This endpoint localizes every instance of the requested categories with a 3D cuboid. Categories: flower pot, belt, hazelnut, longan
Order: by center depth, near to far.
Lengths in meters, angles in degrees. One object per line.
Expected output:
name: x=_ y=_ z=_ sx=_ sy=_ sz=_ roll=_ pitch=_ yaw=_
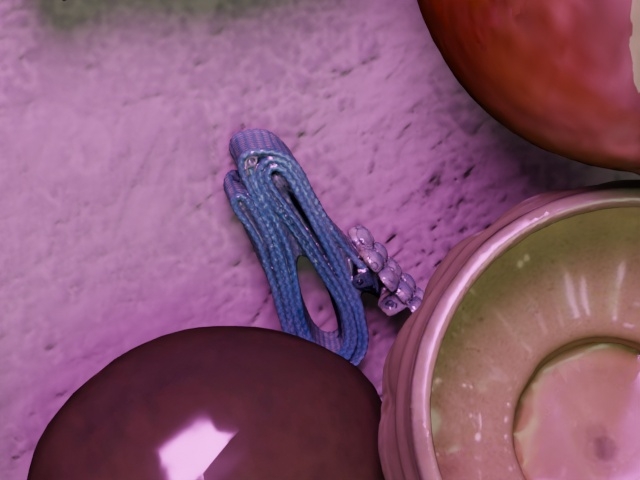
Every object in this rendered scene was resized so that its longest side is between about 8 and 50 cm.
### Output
hazelnut: x=0.223 y=-0.185 z=1.195 sx=0.372 sy=0.372 sz=0.315 roll=-10 pitch=147 yaw=-15
flower pot: x=0.186 y=0.123 z=1.275 sx=0.307 sy=0.244 sz=0.307 roll=0 pitch=80 yaw=0
longan: x=-0.065 y=0.169 z=1.290 sx=0.248 sy=0.248 sz=0.248 roll=-6 pitch=111 yaw=-16
belt: x=0.001 y=0.002 z=1.333 sx=0.100 sy=0.065 sz=0.179 roll=-25 pitch=116 yaw=3
